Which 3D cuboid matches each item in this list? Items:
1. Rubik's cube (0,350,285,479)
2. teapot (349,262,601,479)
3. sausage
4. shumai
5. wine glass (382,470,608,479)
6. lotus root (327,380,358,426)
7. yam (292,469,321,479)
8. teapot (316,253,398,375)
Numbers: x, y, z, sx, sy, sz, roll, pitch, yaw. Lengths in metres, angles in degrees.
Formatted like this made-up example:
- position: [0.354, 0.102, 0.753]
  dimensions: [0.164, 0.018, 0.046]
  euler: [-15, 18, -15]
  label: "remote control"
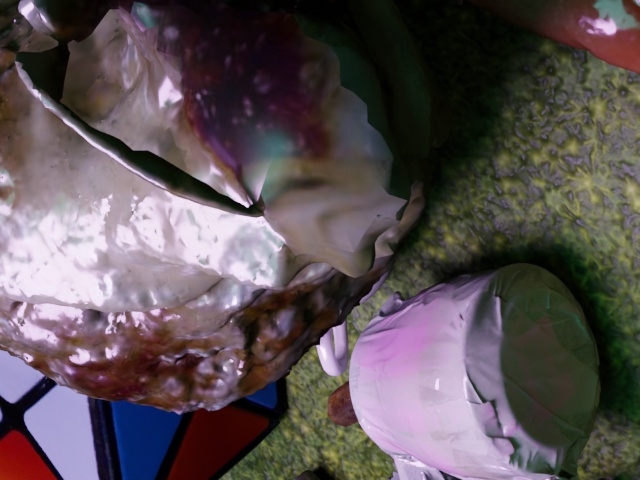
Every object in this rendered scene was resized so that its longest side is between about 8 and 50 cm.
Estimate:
- position: [-0.206, 0.105, 1.258]
  dimensions: [0.250, 0.246, 0.248]
  euler: [20, 127, 31]
  label: "Rubik's cube"
- position: [0.128, 0.130, 1.058]
  dimensions: [0.178, 0.163, 0.222]
  euler: [-11, 119, 47]
  label: "teapot"
- position: [0.076, -0.231, 0.917]
  dimensions: [0.419, 0.094, 0.094]
  euler: [31, 161, 22]
  label: "sausage"
- position: [-0.056, -0.064, 0.870]
  dimensions: [0.395, 0.395, 0.348]
  euler: [63, 160, -9]
  label: "shumai"
- position: [0.146, 0.208, 1.142]
  dimensions: [0.195, 0.079, 0.079]
  euler: [16, 125, 32]
  label: "wine glass"
- position: [0.033, 0.150, 1.238]
  dimensions: [0.083, 0.030, 0.037]
  euler: [-32, 92, 46]
  label: "lotus root"
- position: [0.020, 0.327, 1.308]
  dimensions: [0.194, 0.107, 0.107]
  euler: [42, 136, 12]
  label: "yam"
- position: [0.000, 0.000, 1.106]
  dimensions: [0.145, 0.092, 0.226]
  euler: [-13, 83, 18]
  label: "teapot"
